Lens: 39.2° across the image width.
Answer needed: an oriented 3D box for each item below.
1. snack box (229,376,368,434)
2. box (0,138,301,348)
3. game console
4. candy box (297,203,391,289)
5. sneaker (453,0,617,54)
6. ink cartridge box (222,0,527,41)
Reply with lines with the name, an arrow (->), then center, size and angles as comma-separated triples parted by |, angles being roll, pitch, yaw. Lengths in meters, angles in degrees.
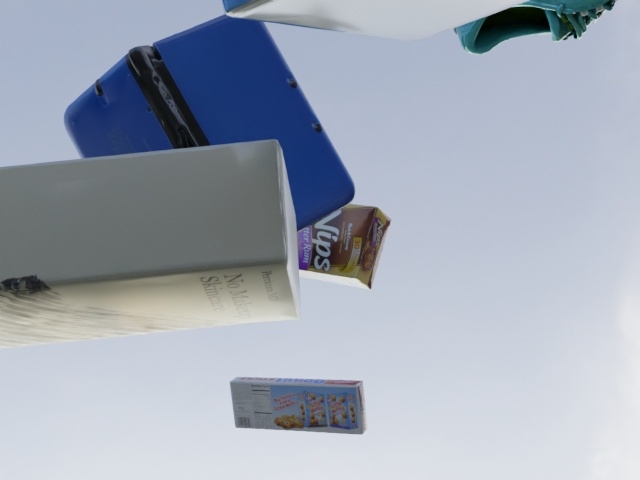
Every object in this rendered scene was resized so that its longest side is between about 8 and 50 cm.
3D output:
snack box -> -0.029, 0.206, 1.127 | 0.178, 0.022, 0.064 | -2, -81, 24
box -> -0.155, 0.008, 0.619 | 0.275, 0.094, 0.113 | -6, -26, 2
game console -> -0.146, -0.109, 1.165 | 0.250, 0.173, 0.293 | -30, -92, 34
candy box -> 0.000, 0.000, 1.293 | 0.186, 0.109, 0.053 | 8, -16, 33
sneaker -> 0.266, -0.250, 0.910 | 0.275, 0.110, 0.107 | -9, -30, 30
ink cartridge box -> 0.026, -0.301, 0.577 | 0.129, 0.308, 0.223 | -12, -1, 39
